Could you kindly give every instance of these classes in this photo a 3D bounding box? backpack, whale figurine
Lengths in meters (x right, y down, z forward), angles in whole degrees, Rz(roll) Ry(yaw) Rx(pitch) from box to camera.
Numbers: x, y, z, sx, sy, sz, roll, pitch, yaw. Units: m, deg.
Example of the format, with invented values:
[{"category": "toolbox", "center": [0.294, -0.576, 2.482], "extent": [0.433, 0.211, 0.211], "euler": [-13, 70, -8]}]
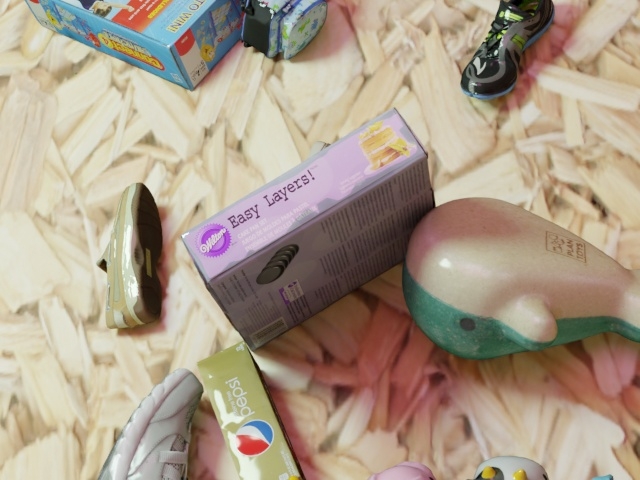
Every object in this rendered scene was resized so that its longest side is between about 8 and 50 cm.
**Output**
[{"category": "backpack", "center": [-0.038, -0.295, 1.678], "extent": [0.084, 0.105, 0.114], "euler": [35, 68, 11]}, {"category": "whale figurine", "center": [0.214, 0.059, 1.325], "extent": [0.272, 0.141, 0.216], "euler": [13, 31, 0]}]

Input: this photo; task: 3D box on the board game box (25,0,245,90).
[{"category": "board game box", "center": [-0.203, -0.380, 1.802], "extent": [0.302, 0.086, 0.308], "euler": [27, 65, 31]}]

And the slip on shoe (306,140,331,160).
[{"category": "slip on shoe", "center": [-0.009, -0.057, 1.523], "extent": [0.041, 0.051, 0.135], "euler": [17, 54, 14]}]

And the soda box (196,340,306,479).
[{"category": "soda box", "center": [-0.068, 0.193, 1.338], "extent": [0.058, 0.061, 0.181], "euler": [-26, 50, -2]}]

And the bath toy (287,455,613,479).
[{"category": "bath toy", "center": [0.093, 0.264, 1.193], "extent": [0.348, 0.129, 0.151], "euler": [-3, 53, 16]}]

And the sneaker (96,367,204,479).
[{"category": "sneaker", "center": [-0.169, 0.259, 1.320], "extent": [0.115, 0.105, 0.281], "euler": [26, 55, -6]}]

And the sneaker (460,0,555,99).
[{"category": "sneaker", "center": [0.219, -0.243, 1.571], "extent": [0.067, 0.078, 0.188], "euler": [21, 63, 29]}]

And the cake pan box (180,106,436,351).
[{"category": "cake pan box", "center": [0.000, 0.000, 1.342], "extent": [0.245, 0.267, 0.070], "euler": [-30, 70, -2]}]

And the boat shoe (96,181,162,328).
[{"category": "boat shoe", "center": [-0.229, 0.017, 1.525], "extent": [0.072, 0.068, 0.190], "euler": [-18, 50, 18]}]
